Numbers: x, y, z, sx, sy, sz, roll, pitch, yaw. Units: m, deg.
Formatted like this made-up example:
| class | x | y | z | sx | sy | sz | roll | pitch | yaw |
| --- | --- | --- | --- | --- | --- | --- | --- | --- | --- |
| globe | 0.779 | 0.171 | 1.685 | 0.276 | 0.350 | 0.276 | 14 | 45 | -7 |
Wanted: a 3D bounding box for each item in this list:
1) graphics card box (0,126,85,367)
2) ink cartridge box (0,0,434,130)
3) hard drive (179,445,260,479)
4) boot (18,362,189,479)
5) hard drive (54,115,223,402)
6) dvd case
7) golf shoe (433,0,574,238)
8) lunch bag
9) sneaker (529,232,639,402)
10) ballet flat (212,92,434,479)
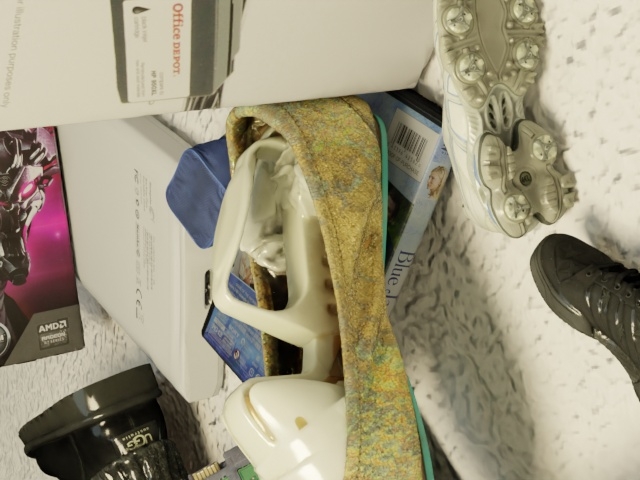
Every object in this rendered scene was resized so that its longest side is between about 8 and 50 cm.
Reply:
| class | x | y | z | sx | sy | sz | roll | pitch | yaw |
| --- | --- | --- | --- | --- | --- | --- | --- | --- | --- |
| graphics card box | -0.395 | -0.042 | 1.386 | 0.094 | 0.233 | 0.371 | 13 | 111 | 59 |
| ink cartridge box | -0.140 | -0.223 | 0.785 | 0.285 | 0.395 | 0.166 | 58 | 143 | 33 |
| hard drive | 0.011 | 0.286 | 0.863 | 0.339 | 0.237 | 0.064 | 58 | 173 | 32 |
| boot | -0.205 | 0.284 | 1.363 | 0.260 | 0.131 | 0.348 | 66 | 160 | 5 |
| hard drive | -0.193 | -0.021 | 1.317 | 0.353 | 0.047 | 0.233 | 36 | 130 | 51 |
| dvd case | 0.000 | 0.000 | 0.916 | 0.180 | 0.022 | 0.253 | 41 | 115 | 50 |
| golf shoe | 0.089 | -0.087 | 0.762 | 0.086 | 0.069 | 0.176 | 176 | 84 | -68 |
| lunch bag | -0.080 | -0.043 | 1.086 | 0.067 | 0.065 | 0.098 | 53 | 144 | 13 |
| sneaker | 0.179 | 0.036 | 0.659 | 0.170 | 0.051 | 0.089 | 54 | 143 | 30 |
| ballet flat | -0.009 | 0.065 | 0.793 | 0.123 | 0.123 | 0.348 | 140 | 130 | -58 |
